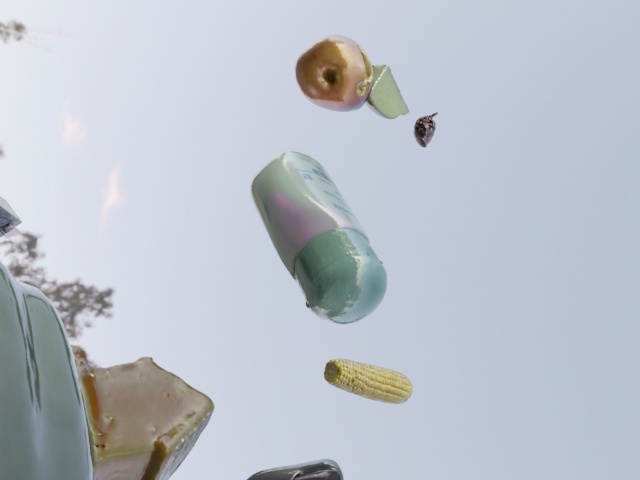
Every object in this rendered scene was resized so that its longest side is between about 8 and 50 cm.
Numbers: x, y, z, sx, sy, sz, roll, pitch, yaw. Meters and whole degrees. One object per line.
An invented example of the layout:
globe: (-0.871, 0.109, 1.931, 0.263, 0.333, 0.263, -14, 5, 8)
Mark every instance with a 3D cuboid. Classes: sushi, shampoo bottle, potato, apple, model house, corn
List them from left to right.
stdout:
model house: (-0.293, 0.305, 1.071, 0.173, 0.239, 0.268, 50, -61, 37)
shampoo bottle: (0.000, 0.000, 1.293, 0.151, 0.222, 0.349, -40, -134, 13)
apple: (0.031, -0.376, 1.630, 0.199, 0.199, 0.199, -17, -112, 51)
corn: (0.095, 0.269, 1.383, 0.067, 0.206, 0.067, -31, -131, 43)
potato: (0.142, -0.347, 1.817, 0.081, 0.149, 0.120, 3, -133, 41)
sushi: (0.231, -0.245, 1.601, 0.047, 0.050, 0.099, 112, -8, -63)

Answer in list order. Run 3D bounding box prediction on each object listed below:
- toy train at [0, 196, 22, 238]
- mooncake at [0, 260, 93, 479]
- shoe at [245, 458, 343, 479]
toy train: (-0.715, -0.087, 1.450, 0.177, 0.134, 0.261, 50, -11, 9)
mooncake: (-0.300, 0.126, 0.367, 0.351, 0.351, 0.187, -47, -126, 37)
shoe: (-0.064, 0.551, 1.564, 0.093, 0.241, 0.108, -112, -173, -68)
